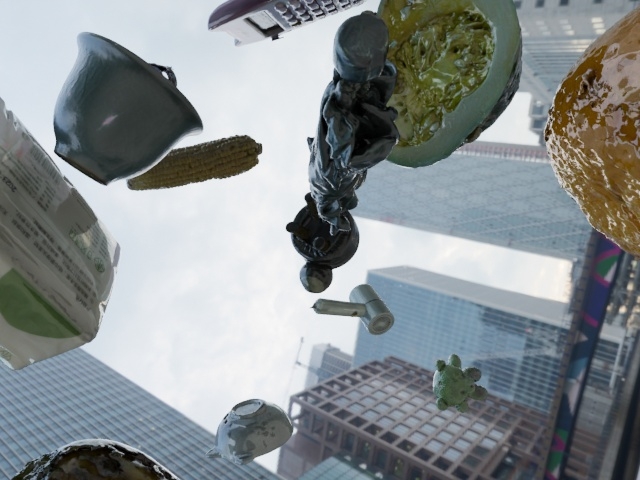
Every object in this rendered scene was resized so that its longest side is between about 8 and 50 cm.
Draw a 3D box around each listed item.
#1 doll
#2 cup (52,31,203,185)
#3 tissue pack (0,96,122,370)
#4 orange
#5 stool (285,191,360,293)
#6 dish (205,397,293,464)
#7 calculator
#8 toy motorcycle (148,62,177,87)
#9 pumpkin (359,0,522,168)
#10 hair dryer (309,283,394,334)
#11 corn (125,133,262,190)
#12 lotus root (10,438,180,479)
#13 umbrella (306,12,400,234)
[{"bbox_3d":[0.285,0.282,0.969,0.150,0.077,0.115,10,-112,-41],"label":"doll"},{"bbox_3d":[-0.286,-0.157,0.674,0.150,0.199,0.199,-58,-38,-12],"label":"cup"},{"bbox_3d":[-0.500,-0.013,0.763,0.266,0.193,0.356,-103,-9,-53],"label":"tissue pack"},{"bbox_3d":[0.444,-0.124,0.546,0.293,0.341,0.340,-38,-41,2],"label":"orange"},{"bbox_3d":[0.009,0.000,1.120,0.139,0.153,0.228,52,-154,-65],"label":"stool"},{"bbox_3d":[-0.186,0.460,1.229,0.227,0.236,0.086,-13,-84,-17],"label":"dish"},{"bbox_3d":[-0.039,-0.407,0.837,0.194,0.294,0.043,-44,-60,-76],"label":"calculator"},{"bbox_3d":[-0.496,-0.382,1.480,0.241,0.182,0.319,-65,3,-40],"label":"toy motorcycle"},{"bbox_3d":[0.188,-0.273,0.807,0.293,0.263,0.197,-49,-15,21],"label":"pumpkin"},{"bbox_3d":[0.042,0.104,0.768,0.137,0.082,0.047,9,-63,-30],"label":"hair dryer"},{"bbox_3d":[-0.282,-0.176,1.112,0.319,0.097,0.097,-15,-63,-20],"label":"corn"},{"bbox_3d":[-0.216,0.410,0.610,0.397,0.179,0.196,49,-118,-10],"label":"lotus root"},{"bbox_3d":[0.035,-0.113,0.538,0.349,0.094,0.143,103,162,-74],"label":"umbrella"}]
